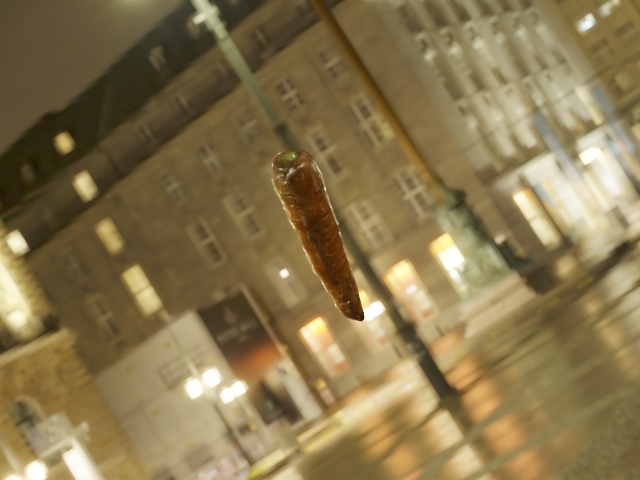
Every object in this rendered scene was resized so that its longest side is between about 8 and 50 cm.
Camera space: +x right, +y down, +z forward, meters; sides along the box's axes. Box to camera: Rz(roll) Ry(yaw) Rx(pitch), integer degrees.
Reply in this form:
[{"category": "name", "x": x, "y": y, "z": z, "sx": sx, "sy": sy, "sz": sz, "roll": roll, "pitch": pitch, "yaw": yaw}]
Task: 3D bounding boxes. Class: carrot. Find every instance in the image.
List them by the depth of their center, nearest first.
[{"category": "carrot", "x": 0.000, "y": 0.000, "z": 1.268, "sx": 0.047, "sy": 0.191, "sz": 0.047, "roll": -15, "pitch": 32, "yaw": 9}]
